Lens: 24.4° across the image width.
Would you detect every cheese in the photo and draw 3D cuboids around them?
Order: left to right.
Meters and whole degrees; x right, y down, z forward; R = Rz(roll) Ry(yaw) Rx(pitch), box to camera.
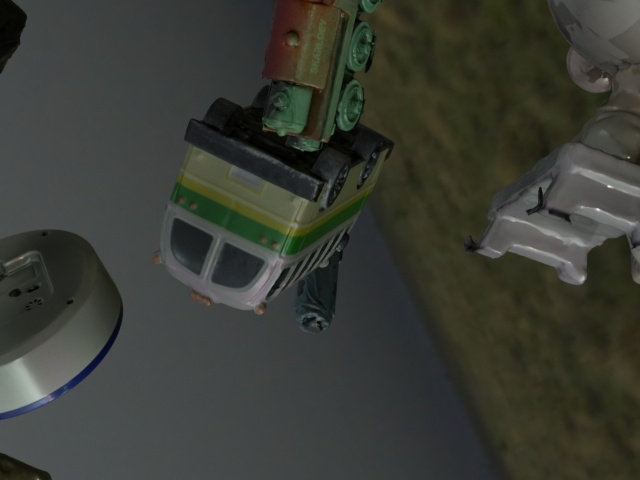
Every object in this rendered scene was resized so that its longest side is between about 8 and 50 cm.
[{"bbox_3d":[-0.364,0.252,1.583,0.194,0.043,0.065,37,-140,-44],"label":"cheese"}]

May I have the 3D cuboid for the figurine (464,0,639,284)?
[{"bbox_3d":[0.171,-0.106,0.804,0.182,0.144,0.257,57,-135,-74],"label":"figurine"}]

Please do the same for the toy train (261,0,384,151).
[{"bbox_3d":[-0.006,-0.156,1.109,0.118,0.074,0.176,8,-85,-67],"label":"toy train"}]

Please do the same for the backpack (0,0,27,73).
[{"bbox_3d":[-0.452,-0.248,1.706,0.206,0.133,0.258,43,-141,14],"label":"backpack"}]

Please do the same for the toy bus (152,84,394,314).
[{"bbox_3d":[-0.043,-0.044,1.490,0.143,0.179,0.305,25,-163,10],"label":"toy bus"}]

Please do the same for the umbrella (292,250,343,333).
[{"bbox_3d":[-0.002,-0.001,1.778,0.053,0.052,0.250,31,-132,-33],"label":"umbrella"}]

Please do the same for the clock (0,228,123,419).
[{"bbox_3d":[-0.332,0.086,1.594,0.230,0.230,0.083,-110,-1,-56],"label":"clock"}]
